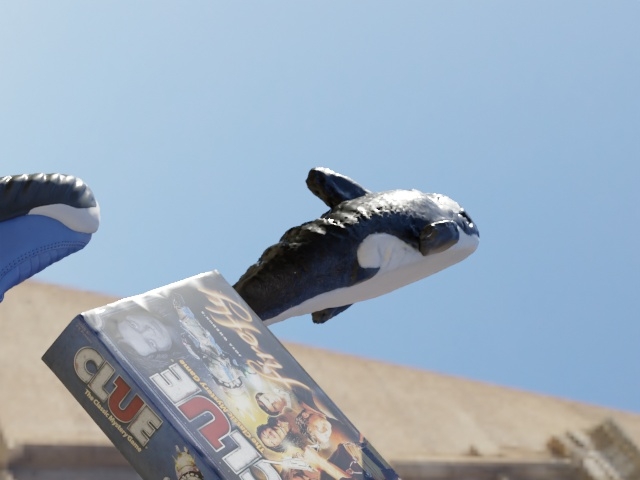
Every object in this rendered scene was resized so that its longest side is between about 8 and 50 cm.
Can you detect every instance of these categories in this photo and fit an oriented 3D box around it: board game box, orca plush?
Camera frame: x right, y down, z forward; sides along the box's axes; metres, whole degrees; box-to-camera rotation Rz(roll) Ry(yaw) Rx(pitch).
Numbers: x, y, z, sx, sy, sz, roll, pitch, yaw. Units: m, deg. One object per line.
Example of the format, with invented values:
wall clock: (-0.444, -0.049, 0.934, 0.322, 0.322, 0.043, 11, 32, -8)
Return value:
board game box: (-0.036, 0.131, 0.919, 0.243, 0.165, 0.042, 47, -66, 11)
orca plush: (0.000, 0.000, 1.173, 0.102, 0.287, 0.151, 63, -28, 11)

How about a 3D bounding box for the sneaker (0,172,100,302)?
sneaker: (-0.169, 0.035, 0.544, 0.080, 0.211, 0.081, -6, -71, 58)
